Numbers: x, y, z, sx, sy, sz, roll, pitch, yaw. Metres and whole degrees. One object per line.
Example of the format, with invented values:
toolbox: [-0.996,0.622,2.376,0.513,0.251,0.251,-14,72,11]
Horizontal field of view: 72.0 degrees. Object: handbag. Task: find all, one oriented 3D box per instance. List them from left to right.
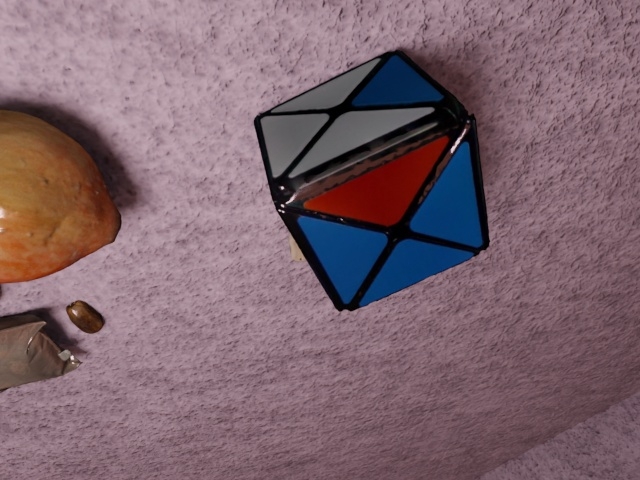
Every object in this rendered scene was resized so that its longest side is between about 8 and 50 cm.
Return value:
handbag: [-0.601,0.221,0.803,0.271,0.117,0.182,-12,140,-7]

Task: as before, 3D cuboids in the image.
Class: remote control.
remote control: [0.000,0.000,0.835,0.122,0.032,0.074,-11,131,-8]

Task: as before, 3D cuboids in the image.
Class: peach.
peach: [-0.376,-0.048,0.569,0.233,0.232,0.232,-8,131,-9]

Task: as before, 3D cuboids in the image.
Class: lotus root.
lotus root: [-0.445,0.150,0.838,0.037,0.030,0.083,-22,132,1]

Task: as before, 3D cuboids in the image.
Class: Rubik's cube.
Rubik's cube: [0.070,-0.088,0.639,0.246,0.250,0.248,-24,129,4]
